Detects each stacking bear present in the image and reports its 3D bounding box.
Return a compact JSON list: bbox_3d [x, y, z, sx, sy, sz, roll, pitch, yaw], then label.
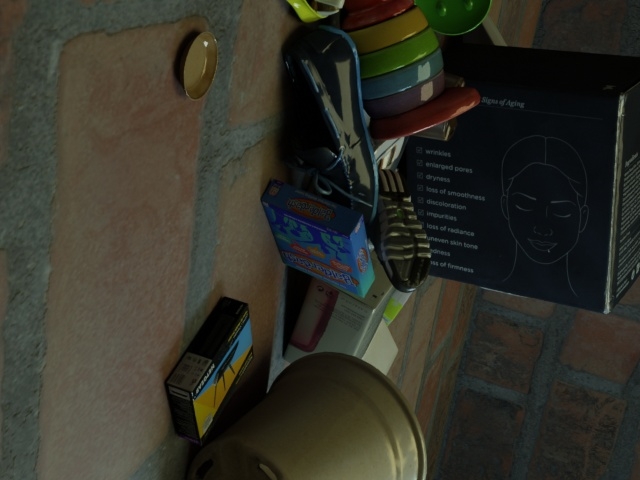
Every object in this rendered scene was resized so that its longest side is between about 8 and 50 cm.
[{"bbox_3d":[0.104,-0.317,1.533,0.164,0.175,0.289,-30,109,-26],"label":"stacking bear"}]

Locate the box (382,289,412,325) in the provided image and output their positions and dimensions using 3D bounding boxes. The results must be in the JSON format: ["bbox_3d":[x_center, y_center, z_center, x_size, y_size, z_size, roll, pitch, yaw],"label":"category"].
[{"bbox_3d":[0.182,0.141,2.379,0.178,0.042,0.109,-51,176,-32],"label":"box"}]

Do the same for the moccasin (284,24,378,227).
[{"bbox_3d":[-0.001,-0.160,1.540,0.116,0.137,0.342,-29,119,-31],"label":"moccasin"}]

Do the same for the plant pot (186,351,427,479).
[{"bbox_3d":[-0.042,0.384,1.616,0.305,0.333,0.334,-19,124,-56],"label":"plant pot"}]

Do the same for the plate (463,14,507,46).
[{"bbox_3d":[0.420,-0.426,2.429,0.278,0.045,0.277,78,-8,-56],"label":"plate"}]

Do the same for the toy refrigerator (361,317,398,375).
[{"bbox_3d":[0.097,0.237,2.226,0.102,0.094,0.269,-62,160,-13],"label":"toy refrigerator"}]

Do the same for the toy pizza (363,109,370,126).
[{"bbox_3d":[0.035,-0.245,1.645,0.201,0.032,0.201,-32,137,-36],"label":"toy pizza"}]

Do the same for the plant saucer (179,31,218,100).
[{"bbox_3d":[-0.149,-0.210,1.188,0.083,0.015,0.083,16,90,-72],"label":"plant saucer"}]

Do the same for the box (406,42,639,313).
[{"bbox_3d":[0.454,-0.152,2.145,0.297,0.479,0.472,-36,130,-47],"label":"box"}]

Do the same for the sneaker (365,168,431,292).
[{"bbox_3d":[0.110,0.007,1.637,0.132,0.086,0.229,126,-36,-50],"label":"sneaker"}]

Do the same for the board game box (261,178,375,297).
[{"bbox_3d":[0.000,0.000,1.590,0.047,0.160,0.210,-59,158,-22],"label":"board game box"}]

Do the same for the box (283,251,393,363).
[{"bbox_3d":[0.040,0.132,1.805,0.149,0.126,0.232,-50,166,-48],"label":"box"}]

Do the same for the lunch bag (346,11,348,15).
[{"bbox_3d":[0.133,-0.487,1.653,0.243,0.114,0.303,-41,144,-56],"label":"lunch bag"}]

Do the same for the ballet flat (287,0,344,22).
[{"bbox_3d":[-0.008,-0.352,1.394,0.231,0.077,0.077,7,98,-73],"label":"ballet flat"}]

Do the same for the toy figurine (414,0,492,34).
[{"bbox_3d":[0.225,-0.448,1.659,0.159,0.130,0.173,-61,137,-60],"label":"toy figurine"}]

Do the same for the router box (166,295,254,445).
[{"bbox_3d":[-0.159,0.191,1.464,0.133,0.046,0.179,88,25,-45],"label":"router box"}]

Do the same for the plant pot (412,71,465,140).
[{"bbox_3d":[0.182,-0.270,1.908,0.167,0.165,0.167,17,90,-73],"label":"plant pot"}]

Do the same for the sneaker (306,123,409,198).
[{"bbox_3d":[0.082,-0.155,1.774,0.321,0.126,0.127,-58,155,-11],"label":"sneaker"}]
